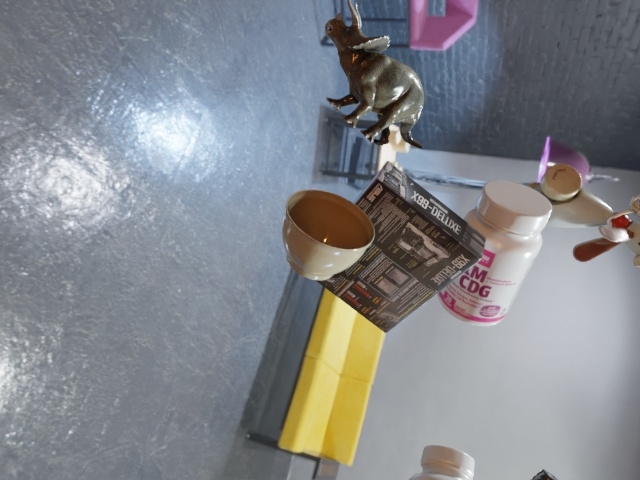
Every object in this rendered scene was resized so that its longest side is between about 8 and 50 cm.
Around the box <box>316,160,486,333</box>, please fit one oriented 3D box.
[{"bbox_3d":[0.135,0.028,0.989,0.307,0.242,0.076,-51,-176,41],"label":"box"}]

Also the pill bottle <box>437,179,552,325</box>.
[{"bbox_3d":[0.359,0.028,1.021,0.160,0.160,0.283,-53,158,-51],"label":"pill bottle"}]

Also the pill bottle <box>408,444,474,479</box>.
[{"bbox_3d":[0.220,0.523,0.908,0.136,0.136,0.245,75,30,-49],"label":"pill bottle"}]

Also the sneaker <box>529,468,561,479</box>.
[{"bbox_3d":[0.323,0.449,0.538,0.134,0.343,0.146,34,104,-34],"label":"sneaker"}]

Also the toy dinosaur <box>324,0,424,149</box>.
[{"bbox_3d":[0.120,-0.261,0.879,0.160,0.314,0.121,-48,-152,16],"label":"toy dinosaur"}]

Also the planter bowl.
[{"bbox_3d":[0.000,0.000,0.861,0.162,0.162,0.109,-50,168,-54],"label":"planter bowl"}]

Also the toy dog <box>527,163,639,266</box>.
[{"bbox_3d":[0.602,-0.032,1.114,0.161,0.334,0.220,-54,147,-12],"label":"toy dog"}]
